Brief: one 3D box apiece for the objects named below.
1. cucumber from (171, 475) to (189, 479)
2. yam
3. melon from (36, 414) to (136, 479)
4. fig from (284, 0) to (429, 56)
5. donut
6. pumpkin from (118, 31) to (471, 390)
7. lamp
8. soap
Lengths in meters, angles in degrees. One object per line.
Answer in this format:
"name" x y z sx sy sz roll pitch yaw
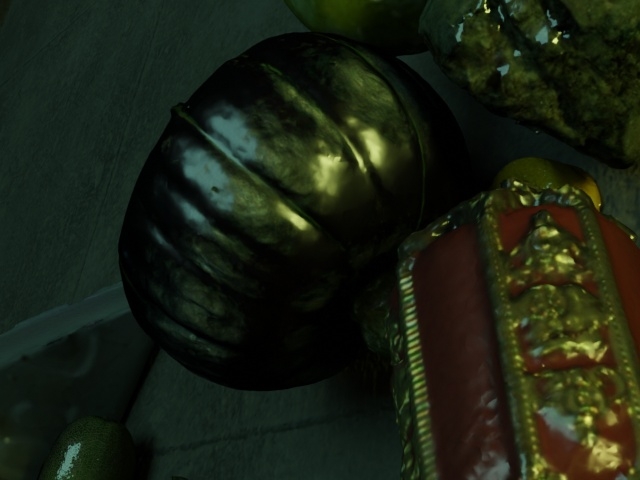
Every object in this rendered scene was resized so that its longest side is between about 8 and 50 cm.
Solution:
"cucumber" -0.154 0.361 0.900 0.072 0.081 0.303 33 -101 -78
"yam" 0.211 -0.206 0.706 0.300 0.195 0.195 -55 32 10
"melon" -0.254 0.264 1.097 0.099 0.099 0.162 17 85 58
"fig" 0.061 -0.292 0.900 0.233 0.233 0.314 -48 24 22
"donut" 0.159 -0.016 0.772 0.097 0.043 0.108 -18 56 50
"pumpkin" 0.000 0.000 0.791 0.296 0.296 0.296 -35 40 36
"lamp" 0.130 0.095 0.613 0.177 0.177 0.274 -38 40 33
"soap" -0.344 0.129 1.183 0.159 0.258 0.302 6 70 58
